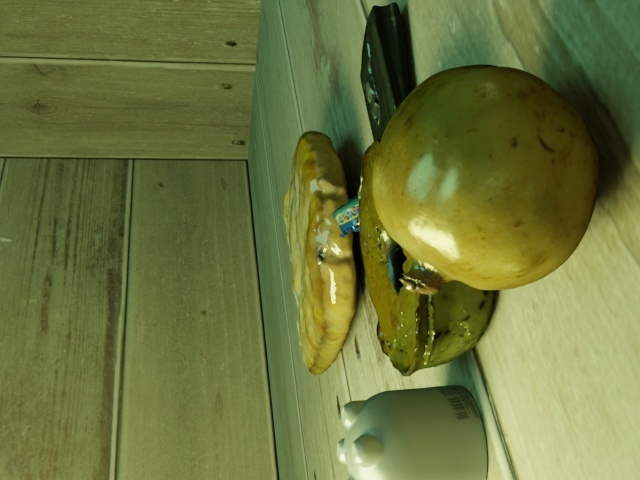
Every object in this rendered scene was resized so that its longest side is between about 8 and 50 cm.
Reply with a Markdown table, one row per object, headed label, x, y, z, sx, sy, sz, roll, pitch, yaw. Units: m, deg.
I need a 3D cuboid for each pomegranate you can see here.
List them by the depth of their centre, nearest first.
| label | x | y | z | sx | sy | sz | roll | pitch | yaw |
| --- | --- | --- | --- | --- | --- | --- | --- | --- | --- |
| pomegranate | 0.123 | -0.040 | 0.564 | 0.196 | 0.196 | 0.196 | 179 | 90 | -79 |

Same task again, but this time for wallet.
| label | x | y | z | sx | sy | sz | roll | pitch | yaw |
| --- | --- | --- | --- | --- | --- | --- | --- | --- | --- |
| wallet | 0.096 | -0.206 | 1.035 | 0.168 | 0.052 | 0.245 | 111 | 154 | -71 |

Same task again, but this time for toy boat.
| label | x | y | z | sx | sy | sz | roll | pitch | yaw |
| --- | --- | --- | --- | --- | --- | --- | --- | --- | --- |
| toy boat | 0.087 | -0.025 | 1.046 | 0.110 | 0.091 | 0.175 | 56 | 165 | -3 |

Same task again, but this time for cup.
| label | x | y | z | sx | sy | sz | roll | pitch | yaw |
| --- | --- | --- | --- | --- | --- | --- | --- | --- | --- |
| cup | 0.093 | 0.232 | 0.819 | 0.173 | 0.142 | 0.134 | -127 | 37 | -73 |

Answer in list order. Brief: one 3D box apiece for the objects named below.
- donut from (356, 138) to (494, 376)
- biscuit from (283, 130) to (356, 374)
| label | x | y | z | sx | sy | sz | roll | pitch | yaw |
| --- | --- | --- | --- | --- | --- | --- | --- | --- | --- |
| donut | 0.118 | 0.018 | 0.805 | 0.272 | 0.107 | 0.272 | 175 | 90 | -82 |
| biscuit | 0.001 | 0.000 | 1.381 | 0.446 | 0.104 | 0.429 | 105 | 160 | -63 |
